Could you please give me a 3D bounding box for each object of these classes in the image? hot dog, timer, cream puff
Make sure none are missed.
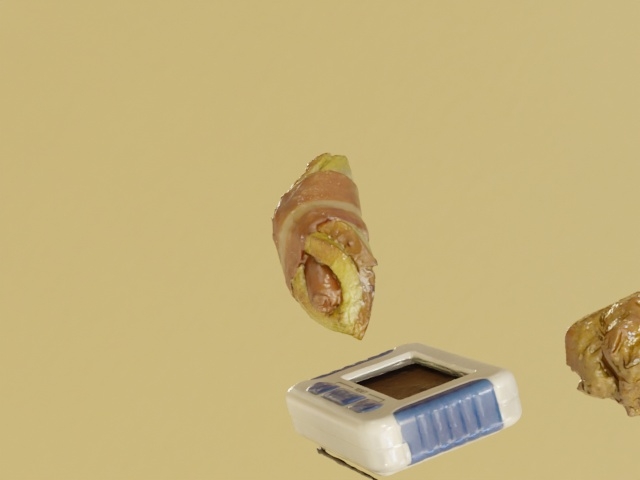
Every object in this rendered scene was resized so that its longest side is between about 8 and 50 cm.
[{"bbox_3d":[-0.004,-0.003,1.896,0.093,0.123,0.261,4,-146,-11],"label":"hot dog"},{"bbox_3d":[0.084,0.177,1.878,0.253,0.178,0.078,-169,63,-69],"label":"timer"},{"bbox_3d":[0.260,0.097,1.500,0.122,0.094,0.116,42,155,39],"label":"cream puff"}]
